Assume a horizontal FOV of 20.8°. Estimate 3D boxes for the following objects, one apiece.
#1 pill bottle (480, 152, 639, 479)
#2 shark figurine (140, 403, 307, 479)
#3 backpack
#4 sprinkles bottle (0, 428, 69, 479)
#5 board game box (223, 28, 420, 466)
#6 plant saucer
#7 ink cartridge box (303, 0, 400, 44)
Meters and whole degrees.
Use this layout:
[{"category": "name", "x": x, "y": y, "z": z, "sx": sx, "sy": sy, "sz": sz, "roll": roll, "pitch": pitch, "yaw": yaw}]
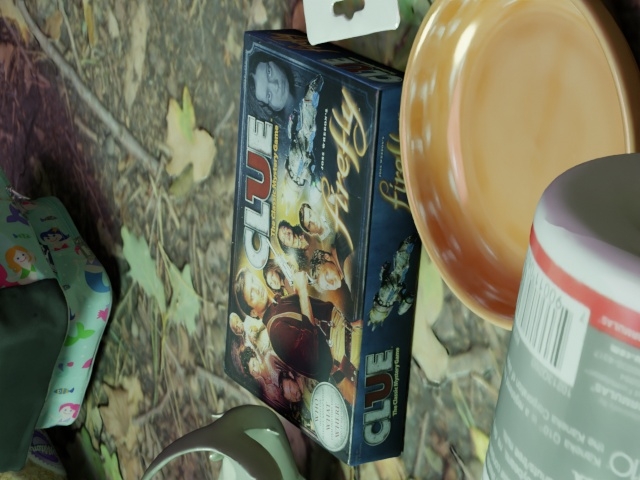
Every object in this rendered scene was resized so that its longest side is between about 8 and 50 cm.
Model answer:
[{"category": "pill bottle", "x": 0.152, "y": 0.118, "z": 0.777, "sx": 0.161, "sy": 0.161, "sz": 0.283, "roll": 40, "pitch": 129, "yaw": 49}, {"category": "shark figurine", "x": -0.027, "y": 0.164, "z": 1.130, "sx": 0.116, "sy": 0.166, "sz": 0.278, "roll": 23, "pitch": 148, "yaw": 12}, {"category": "backpack", "x": -0.303, "y": 0.049, "z": 1.481, "sx": 0.253, "sy": 0.191, "sz": 0.225, "roll": 47, "pitch": 132, "yaw": 34}, {"category": "sprinkles bottle", "x": -0.285, "y": 0.221, "z": 1.553, "sx": 0.355, "sy": 0.121, "sz": 0.121, "roll": 54, "pitch": 138, "yaw": 39}, {"category": "board game box", "x": 0.000, "y": 0.000, "z": 1.115, "sx": 0.165, "sy": 0.042, "sz": 0.243, "roll": 29, "pitch": 121, "yaw": 53}, {"category": "plant saucer", "x": 0.112, "y": -0.052, "z": 0.927, "sx": 0.200, "sy": 0.037, "sz": 0.200, "roll": 16, "pitch": 109, "yaw": 57}, {"category": "ink cartridge box", "x": 0.034, "y": -0.208, "z": 0.998, "sx": 0.104, "sy": 0.062, "sz": 0.181, "roll": 0, "pitch": 96, "yaw": 59}]
